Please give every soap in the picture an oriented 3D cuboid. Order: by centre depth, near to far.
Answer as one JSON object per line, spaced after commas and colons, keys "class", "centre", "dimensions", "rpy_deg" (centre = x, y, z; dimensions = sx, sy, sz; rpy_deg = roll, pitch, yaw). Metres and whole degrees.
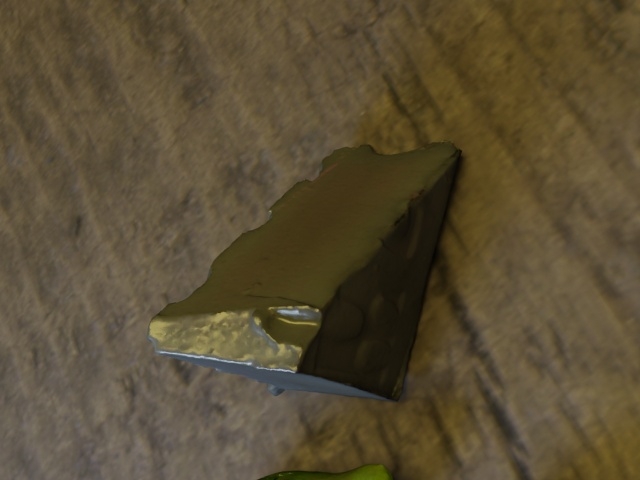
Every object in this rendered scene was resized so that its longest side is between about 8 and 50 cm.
{"class": "soap", "centre": [0.000, 0.000, 0.839], "dimensions": [0.159, 0.258, 0.302], "rpy_deg": [6, 77, 32]}

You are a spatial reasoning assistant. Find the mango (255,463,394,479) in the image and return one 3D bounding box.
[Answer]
{"class": "mango", "centre": [-0.022, 0.281, 0.853], "dimensions": [0.233, 0.111, 0.125], "rpy_deg": [-35, 67, 18]}
